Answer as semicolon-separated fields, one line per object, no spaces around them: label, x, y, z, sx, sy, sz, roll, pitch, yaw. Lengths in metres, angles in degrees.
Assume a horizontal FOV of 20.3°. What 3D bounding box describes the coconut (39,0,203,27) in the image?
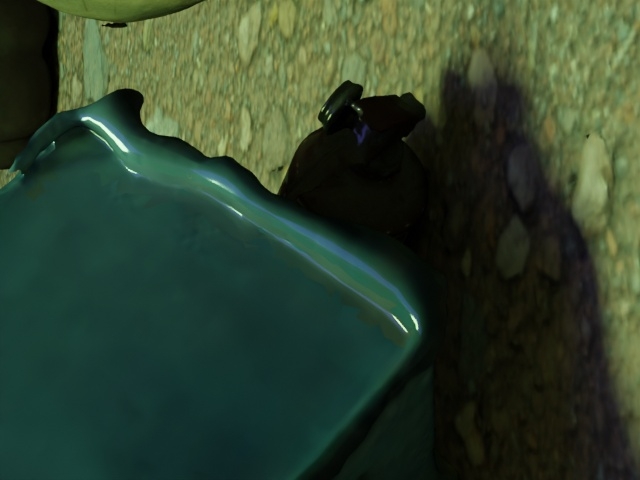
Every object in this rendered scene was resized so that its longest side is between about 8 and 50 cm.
coconut;-0.118;-0.260;1.052;0.230;0.227;0.227;107;152;-44

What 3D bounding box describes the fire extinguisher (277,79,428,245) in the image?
fire extinguisher;0.008;0.001;0.922;0.252;0.075;0.106;117;174;-51

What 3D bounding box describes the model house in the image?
model house;-0.071;0.122;0.877;0.237;0.215;0.303;31;155;23

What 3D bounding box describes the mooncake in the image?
mooncake;-0.345;-0.189;1.764;0.245;0.133;0.245;178;90;-69
